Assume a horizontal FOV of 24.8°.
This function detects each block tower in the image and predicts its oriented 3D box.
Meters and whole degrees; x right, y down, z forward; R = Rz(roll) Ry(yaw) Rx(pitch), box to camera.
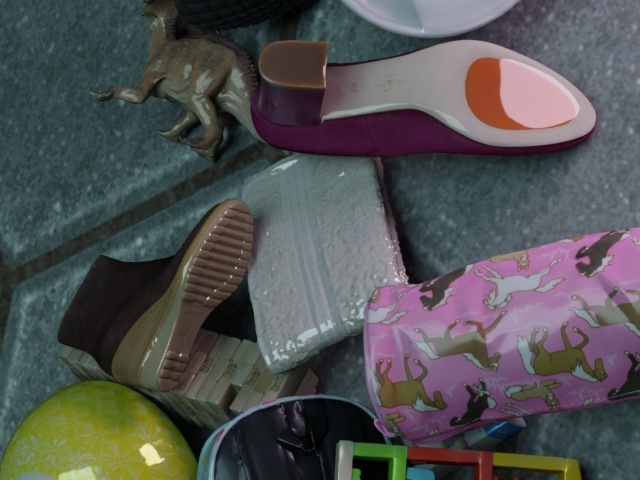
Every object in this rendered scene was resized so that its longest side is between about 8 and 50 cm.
[{"bbox_3d":[-0.163,0.159,1.736,0.335,0.091,0.097,13,60,35],"label":"block tower"}]

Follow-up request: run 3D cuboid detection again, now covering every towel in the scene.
[{"bbox_3d":[0.000,0.000,1.657,0.187,0.049,0.282,-29,48,20],"label":"towel"}]

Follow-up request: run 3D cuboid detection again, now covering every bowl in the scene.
[{"bbox_3d":[-0.288,0.321,1.705,0.289,0.156,0.290,8,104,32],"label":"bowl"}]

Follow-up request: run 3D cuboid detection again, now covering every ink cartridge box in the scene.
[{"bbox_3d":[0.146,0.192,1.572,0.122,0.052,0.088,-36,63,22],"label":"ink cartridge box"}]

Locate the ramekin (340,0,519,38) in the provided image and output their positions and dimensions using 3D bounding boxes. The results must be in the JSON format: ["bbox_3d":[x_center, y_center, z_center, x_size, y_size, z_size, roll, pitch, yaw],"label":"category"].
[{"bbox_3d":[0.121,-0.358,1.604,0.272,0.127,0.273,0,99,3],"label":"ramekin"}]

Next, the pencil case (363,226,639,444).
[{"bbox_3d":[0.231,0.094,1.441,0.386,0.160,0.167,-12,40,19],"label":"pencil case"}]

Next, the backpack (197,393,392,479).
[{"bbox_3d":[-0.020,0.294,1.540,0.225,0.191,0.254,-10,82,-15],"label":"backpack"}]

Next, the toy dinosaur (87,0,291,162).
[{"bbox_3d":[-0.148,-0.219,1.810,0.295,0.127,0.200,28,88,28],"label":"toy dinosaur"}]

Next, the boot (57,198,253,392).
[{"bbox_3d":[-0.201,0.042,1.698,0.207,0.090,0.248,22,84,43],"label":"boot"}]

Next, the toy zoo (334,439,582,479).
[{"bbox_3d":[0.156,0.307,1.456,0.293,0.030,0.192,5,74,-6],"label":"toy zoo"}]

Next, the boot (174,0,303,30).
[{"bbox_3d":[-0.053,-0.411,1.773,0.338,0.118,0.223,-27,62,-2],"label":"boot"}]

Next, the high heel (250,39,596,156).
[{"bbox_3d":[0.110,-0.140,1.627,0.377,0.181,0.127,13,68,3],"label":"high heel"}]
